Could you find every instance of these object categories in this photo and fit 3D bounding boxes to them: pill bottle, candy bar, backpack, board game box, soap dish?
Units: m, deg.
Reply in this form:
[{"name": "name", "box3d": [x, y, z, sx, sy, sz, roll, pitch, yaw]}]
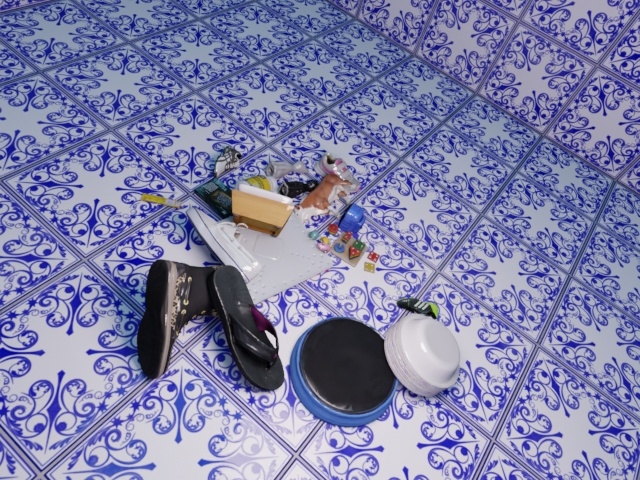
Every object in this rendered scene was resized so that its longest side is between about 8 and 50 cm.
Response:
[{"name": "pill bottle", "box3d": [-0.272, -0.224, 2.026, 0.103, 0.103, 0.184, 42, 37, 16]}, {"name": "candy bar", "box3d": [-0.648, -0.160, 1.923, 0.161, 0.018, 0.040, 13, 54, -8]}, {"name": "backpack", "box3d": [0.146, -0.099, 2.059, 0.101, 0.120, 0.098, 26, 49, 3]}, {"name": "board game box", "box3d": [-0.210, 0.038, 1.885, 0.390, 0.050, 0.390, -24, 63, -32]}, {"name": "soap dish", "box3d": [-0.228, -0.105, 1.789, 0.229, 0.291, 0.118, 16, 80, -7]}, {"name": "board game box", "box3d": [-0.425, -0.181, 2.004, 0.186, 0.026, 0.126, 41, 51, 15]}]

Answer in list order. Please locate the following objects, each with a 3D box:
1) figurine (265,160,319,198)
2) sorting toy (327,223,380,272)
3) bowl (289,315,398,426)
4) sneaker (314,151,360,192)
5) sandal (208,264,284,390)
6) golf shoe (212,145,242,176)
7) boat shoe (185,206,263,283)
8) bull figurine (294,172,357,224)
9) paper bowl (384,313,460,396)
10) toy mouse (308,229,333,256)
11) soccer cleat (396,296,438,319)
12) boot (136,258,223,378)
[{"name": "figurine", "box3d": [-0.116, -0.286, 2.157, 0.209, 0.092, 0.215, -12, 57, -35]}, {"name": "sorting toy", "box3d": [0.132, 0.032, 2.000, 0.274, 0.046, 0.132, 32, 51, 8]}, {"name": "bowl", "box3d": [0.089, 0.440, 1.646, 0.391, 0.077, 0.391, 8, 51, -11]}, {"name": "sneaker", "box3d": [0.085, -0.320, 2.220, 0.252, 0.111, 0.103, 35, 51, 11]}, {"name": "sandal", "box3d": [-0.228, 0.285, 1.536, 0.167, 0.107, 0.445, -27, 92, -53]}, {"name": "golf shoe", "box3d": [-0.413, -0.347, 2.107, 0.094, 0.077, 0.198, 22, 51, 0]}, {"name": "boat shoe", "box3d": [-0.340, -0.010, 1.743, 0.156, 0.136, 0.367, -37, 71, -19]}, {"name": "bull figurine", "box3d": [0.021, -0.177, 2.069, 0.188, 0.101, 0.310, 27, 59, 13]}, {"name": "paper bowl", "box3d": [0.378, 0.393, 1.677, 0.284, 0.148, 0.284, 24, 43, -25]}, {"name": "toy mouse", "box3d": [0.000, 0.000, 1.928, 0.143, 0.031, 0.161, 24, 26, -51]}, {"name": "soccer cleat", "box3d": [0.389, 0.272, 1.885, 0.179, 0.060, 0.072, 12, 52, -12]}, {"name": "boot", "box3d": [-0.440, 0.247, 1.556, 0.138, 0.377, 0.284, 7, 2, 33]}]
